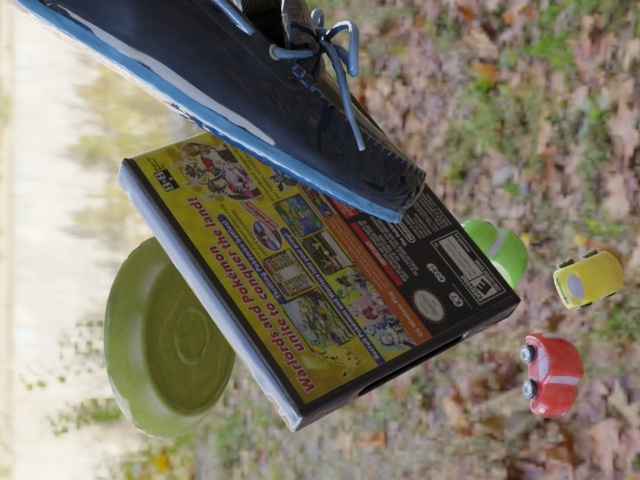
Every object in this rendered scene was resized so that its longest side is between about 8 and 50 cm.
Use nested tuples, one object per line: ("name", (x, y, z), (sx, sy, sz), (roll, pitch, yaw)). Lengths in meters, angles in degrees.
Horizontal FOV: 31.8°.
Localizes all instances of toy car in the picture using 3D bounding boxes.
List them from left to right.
("toy car", (0.247, 0.054, 1.292), (0.053, 0.225, 0.239), (-30, 24, 57))

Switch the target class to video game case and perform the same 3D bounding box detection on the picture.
("video game case", (0.000, 0.000, 0.972), (0.275, 0.248, 0.035), (53, 145, 21))

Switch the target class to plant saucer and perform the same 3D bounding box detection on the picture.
("plant saucer", (-0.162, 0.111, 1.312), (0.037, 0.241, 0.240), (-3, 83, 30))

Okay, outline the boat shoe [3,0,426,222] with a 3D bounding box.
("boat shoe", (-0.032, -0.092, 0.550), (0.109, 0.258, 0.089), (29, 89, 52))
